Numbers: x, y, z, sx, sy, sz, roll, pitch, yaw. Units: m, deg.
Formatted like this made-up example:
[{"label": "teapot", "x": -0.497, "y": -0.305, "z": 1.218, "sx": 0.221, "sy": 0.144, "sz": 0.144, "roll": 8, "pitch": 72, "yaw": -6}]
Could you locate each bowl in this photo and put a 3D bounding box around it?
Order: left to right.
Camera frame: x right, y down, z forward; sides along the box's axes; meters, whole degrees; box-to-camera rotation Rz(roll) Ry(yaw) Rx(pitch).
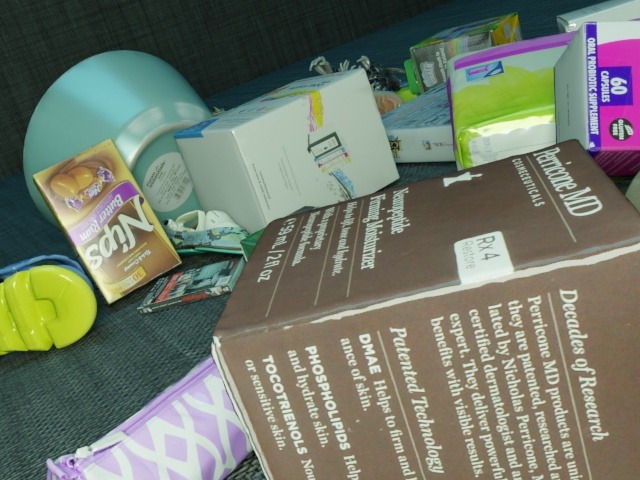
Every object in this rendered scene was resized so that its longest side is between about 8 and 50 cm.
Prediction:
[{"label": "bowl", "x": -0.257, "y": -0.113, "z": 1.122, "sx": 0.311, "sy": 0.311, "sz": 0.163, "roll": -32, "pitch": 42, "yaw": -33}]

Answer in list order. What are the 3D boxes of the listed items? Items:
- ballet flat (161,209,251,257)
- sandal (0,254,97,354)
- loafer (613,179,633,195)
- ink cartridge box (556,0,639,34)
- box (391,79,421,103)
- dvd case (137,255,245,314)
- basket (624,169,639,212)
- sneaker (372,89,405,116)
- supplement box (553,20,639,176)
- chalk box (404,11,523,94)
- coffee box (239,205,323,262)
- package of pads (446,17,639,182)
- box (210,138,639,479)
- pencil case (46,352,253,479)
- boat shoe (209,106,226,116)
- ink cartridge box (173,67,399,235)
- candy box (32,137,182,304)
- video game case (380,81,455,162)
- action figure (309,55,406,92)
[{"label": "ballet flat", "x": -0.154, "y": -0.010, "z": 0.999, "sx": 0.188, "sy": 0.070, "sz": 0.070, "roll": -2, "pitch": 25, "yaw": 38}, {"label": "sandal", "x": -0.413, "y": 0.092, "z": 0.919, "sx": 0.317, "sy": 0.126, "sz": 0.138, "roll": -10, "pitch": 16, "yaw": 3}, {"label": "loafer", "x": 0.318, "y": -0.035, "z": 0.604, "sx": 0.076, "sy": 0.078, "sz": 0.223, "roll": -27, "pitch": 20, "yaw": -22}, {"label": "ink cartridge box", "x": 0.427, "y": -0.241, "z": 0.959, "sx": 0.212, "sy": 0.154, "sz": 0.093, "roll": -15, "pitch": 19, "yaw": 12}, {"label": "box", "x": 0.149, "y": -0.299, "z": 1.572, "sx": 0.178, "sy": 0.042, "sz": 0.109, "roll": -3, "pitch": 24, "yaw": 37}, {"label": "dvd case", "x": -0.156, "y": 0.054, "z": 0.918, "sx": 0.119, "sy": 0.013, "sz": 0.087, "roll": -16, "pitch": 19, "yaw": 12}, {"label": "basket", "x": 0.295, "y": 0.006, "z": 0.404, "sx": 0.204, "sy": 0.154, "sz": 0.227, "roll": -1, "pitch": 0, "yaw": -36}, {"label": "sneaker", "x": 0.001, "y": -0.177, "z": 1.267, "sx": 0.302, "sy": 0.108, "sz": 0.121, "roll": -28, "pitch": 25, "yaw": -21}, {"label": "supplement box", "x": 0.327, "y": -0.119, "z": 0.648, "sx": 0.220, "sy": 0.111, "sz": 0.114, "roll": 0, "pitch": -7, "yaw": 4}, {"label": "chalk box", "x": 0.259, "y": -0.324, "z": 1.395, "sx": 0.213, "sy": 0.132, "sz": 0.132, "roll": -2, "pitch": 26, "yaw": 39}, {"label": "coffee box", "x": 0.000, "y": 0.000, "z": 0.874, "sx": 0.113, "sy": 0.040, "sz": 0.184, "roll": -30, "pitch": 22, "yaw": -29}, {"label": "package of pads", "x": 0.294, "y": -0.153, "z": 0.836, "sx": 0.297, "sy": 0.101, "sz": 0.229, "roll": -9, "pitch": 33, "yaw": 13}, {"label": "box", "x": 0.075, "y": 0.065, "z": 0.421, "sx": 0.203, "sy": 0.167, "sz": 0.168, "roll": -15, "pitch": 19, "yaw": 12}, {"label": "pencil case", "x": -0.095, "y": 0.130, "z": 0.528, "sx": 0.086, "sy": 0.088, "sz": 0.206, "roll": 1, "pitch": 26, "yaw": 40}, {"label": "boat shoe", "x": -0.238, "y": -0.232, "z": 1.650, "sx": 0.341, "sy": 0.110, "sz": 0.121, "roll": -6, "pitch": 23, "yaw": 35}, {"label": "ink cartridge box", "x": -0.045, "y": -0.118, "z": 1.050, "sx": 0.233, "sy": 0.168, "sz": 0.171, "roll": -31, "pitch": 22, "yaw": -30}, {"label": "candy box", "x": -0.273, "y": -0.023, "z": 0.964, "sx": 0.109, "sy": 0.186, "sz": 0.053, "roll": -31, "pitch": 7, "yaw": -21}, {"label": "video game case", "x": 0.219, "y": -0.197, "z": 1.186, "sx": 0.269, "sy": 0.061, "sz": 0.244, "roll": -32, "pitch": 21, "yaw": -33}, {"label": "action figure", "x": 0.045, "y": -0.288, "z": 1.445, "sx": 0.276, "sy": 0.141, "sz": 0.164, "roll": -40, "pitch": 25, "yaw": -21}]
